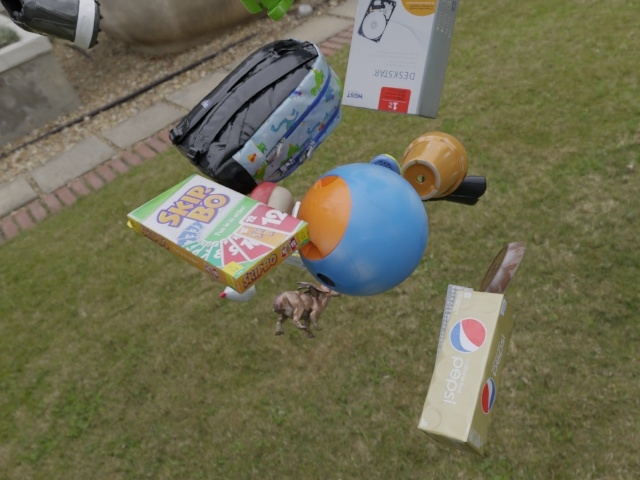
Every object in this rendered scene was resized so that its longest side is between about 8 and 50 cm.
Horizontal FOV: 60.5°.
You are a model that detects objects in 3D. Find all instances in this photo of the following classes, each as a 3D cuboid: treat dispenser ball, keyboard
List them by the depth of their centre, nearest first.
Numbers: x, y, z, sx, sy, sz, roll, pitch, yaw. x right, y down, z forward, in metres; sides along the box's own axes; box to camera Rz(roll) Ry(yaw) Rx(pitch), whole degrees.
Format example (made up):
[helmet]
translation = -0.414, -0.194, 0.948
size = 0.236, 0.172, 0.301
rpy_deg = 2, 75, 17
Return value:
[treat dispenser ball]
translation = 0.088, -0.022, 1.190
size = 0.288, 0.288, 0.288
rpy_deg = -11, 38, 9
[keyboard]
translation = 0.383, 0.258, 1.574
size = 0.072, 0.014, 0.256
rpy_deg = 10, 87, 13

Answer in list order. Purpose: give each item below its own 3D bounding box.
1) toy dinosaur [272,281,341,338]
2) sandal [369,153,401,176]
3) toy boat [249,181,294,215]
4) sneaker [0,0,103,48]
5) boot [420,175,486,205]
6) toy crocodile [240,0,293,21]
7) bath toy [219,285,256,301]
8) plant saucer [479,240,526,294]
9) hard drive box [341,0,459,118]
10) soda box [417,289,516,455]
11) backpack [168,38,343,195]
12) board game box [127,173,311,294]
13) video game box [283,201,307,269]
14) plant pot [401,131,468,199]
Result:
[toy dinosaur]
translation = -0.069, 0.206, 1.799
size = 0.127, 0.296, 0.200
rpy_deg = -28, 61, 42
[sandal]
translation = 0.138, -0.107, 1.631
size = 0.126, 0.317, 0.138
rpy_deg = 29, 27, 12
[toy boat]
translation = -0.143, -0.031, 1.089
size = 0.151, 0.231, 0.151
rpy_deg = 15, 69, -10
[sneaker]
translation = -0.361, -0.318, 0.719
size = 0.106, 0.078, 0.234
rpy_deg = 2, 30, -34
[boot]
translation = 0.452, -0.214, 1.826
size = 0.207, 0.246, 0.094
rpy_deg = 2, 50, -4
[toy crocodile]
translation = -0.072, -0.567, 1.149
size = 0.340, 0.115, 0.105
rpy_deg = -11, 51, 53
[bath toy]
translation = -0.342, 0.069, 1.998
size = 0.129, 0.151, 0.348
rpy_deg = -18, 73, -13
[plant saucer]
translation = 0.451, 0.081, 1.385
size = 0.036, 0.198, 0.198
rpy_deg = 29, 52, 8
[hard drive box]
translation = 0.155, -0.371, 1.089
size = 0.181, 0.232, 0.089
rpy_deg = 16, 14, 34
[soda box]
translation = 0.178, 0.153, 0.656
size = 0.061, 0.058, 0.181
rpy_deg = 3, 60, 38
[backpack]
translation = -0.118, -0.278, 1.207
size = 0.290, 0.273, 0.355
rpy_deg = 37, 95, 48
[board game box]
translation = -0.149, -0.022, 0.739
size = 0.259, 0.039, 0.124
rpy_deg = 22, 48, 38
[video game box]
translation = 0.000, 0.000, 1.533
size = 0.187, 0.048, 0.205
rpy_deg = 16, 48, -9
[plant pot]
translation = 0.332, -0.213, 1.692
size = 0.205, 0.205, 0.188
rpy_deg = 5, 26, 27
